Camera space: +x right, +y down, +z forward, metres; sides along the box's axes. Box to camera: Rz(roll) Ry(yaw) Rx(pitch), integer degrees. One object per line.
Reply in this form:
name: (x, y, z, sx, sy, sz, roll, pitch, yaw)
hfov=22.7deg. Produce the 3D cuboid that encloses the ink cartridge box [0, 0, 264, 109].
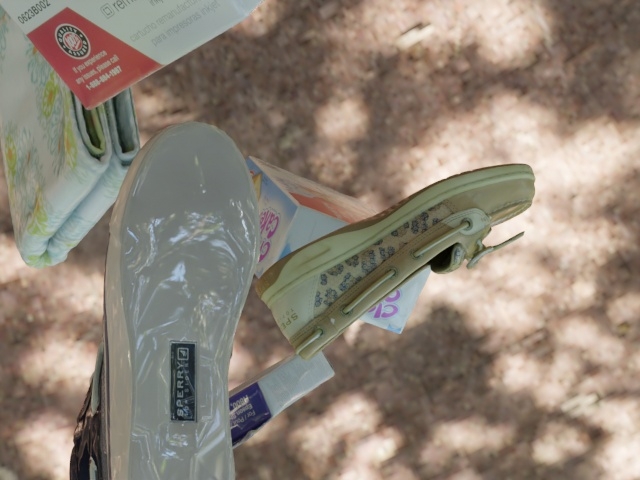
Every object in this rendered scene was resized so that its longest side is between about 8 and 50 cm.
ink cartridge box: (-0.214, -0.337, 1.370, 0.384, 0.160, 0.279, 51, 143, -15)

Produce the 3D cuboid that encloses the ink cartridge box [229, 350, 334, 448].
ink cartridge box: (-0.116, 0.194, 1.591, 0.223, 0.045, 0.224, -33, 178, 22)

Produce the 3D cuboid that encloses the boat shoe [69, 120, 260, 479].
boat shoe: (-0.139, 0.082, 1.271, 0.127, 0.340, 0.158, 12, 164, -27)

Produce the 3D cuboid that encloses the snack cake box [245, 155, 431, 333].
snack cake box: (0.000, 0.000, 1.642, 0.152, 0.264, 0.089, 22, 97, -17)

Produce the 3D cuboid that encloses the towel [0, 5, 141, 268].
towel: (-0.315, -0.170, 1.887, 0.090, 0.320, 0.374, -1, 163, -24)

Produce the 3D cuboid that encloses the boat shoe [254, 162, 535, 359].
boat shoe: (0.081, 0.016, 1.445, 0.285, 0.089, 0.104, -25, 167, -15)
